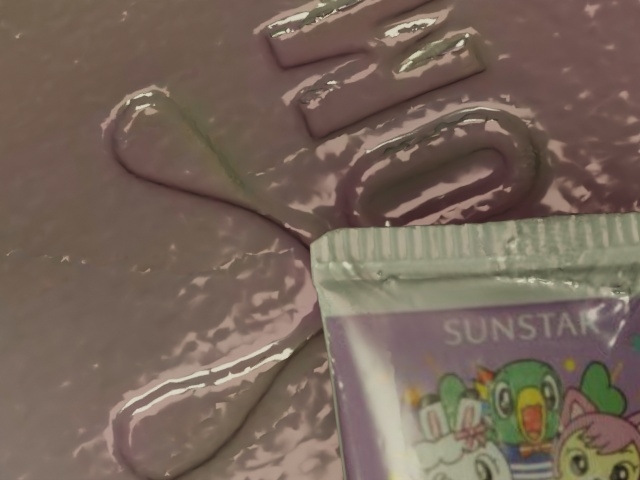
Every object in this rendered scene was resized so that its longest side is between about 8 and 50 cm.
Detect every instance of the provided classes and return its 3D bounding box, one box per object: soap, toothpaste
[{"bbox_3d":[0.000,0.000,0.653,0.285,0.107,0.296,-25,66,-2],"label":"soap"},{"bbox_3d":[0.060,0.142,0.534,0.114,0.073,0.299,-3,97,-7],"label":"toothpaste"}]
